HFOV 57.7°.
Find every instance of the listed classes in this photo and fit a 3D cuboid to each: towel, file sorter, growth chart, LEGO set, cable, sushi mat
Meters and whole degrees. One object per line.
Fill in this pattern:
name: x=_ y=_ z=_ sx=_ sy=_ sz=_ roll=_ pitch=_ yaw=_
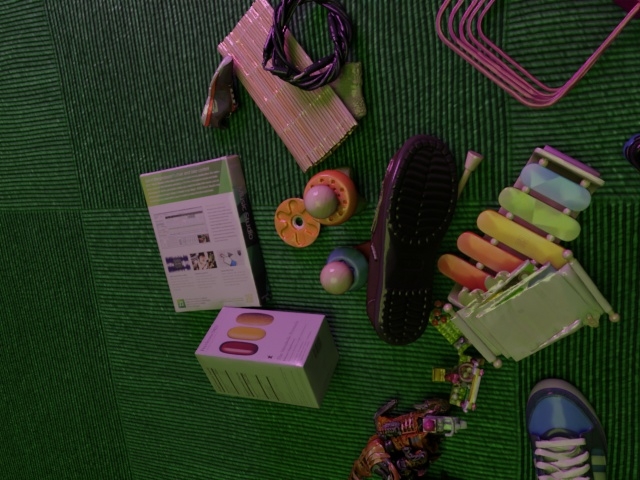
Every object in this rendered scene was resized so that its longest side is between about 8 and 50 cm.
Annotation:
towel: x=0.014 y=-0.273 z=1.079 sx=0.148 sy=0.027 sz=0.110 roll=-1 pitch=103 yaw=29
file sorter: x=0.304 y=-0.309 z=0.796 sx=0.202 sy=0.290 sz=0.182 roll=42 pitch=120 yaw=8
growth chart: x=0.340 y=0.114 z=0.956 sx=0.237 sy=0.021 sz=0.172 roll=-30 pitch=102 yaw=21
LEGO set: x=0.230 y=0.205 z=1.043 sx=0.132 sy=0.107 sz=0.287 roll=-9 pitch=83 yaw=8
cable: x=-0.017 y=-0.363 z=1.027 sx=0.150 sy=0.047 sz=0.185 roll=21 pitch=88 yaw=10
sushi mat: x=-0.068 y=-0.291 z=1.093 sx=0.151 sy=0.019 sz=0.316 roll=-40 pitch=80 yaw=32

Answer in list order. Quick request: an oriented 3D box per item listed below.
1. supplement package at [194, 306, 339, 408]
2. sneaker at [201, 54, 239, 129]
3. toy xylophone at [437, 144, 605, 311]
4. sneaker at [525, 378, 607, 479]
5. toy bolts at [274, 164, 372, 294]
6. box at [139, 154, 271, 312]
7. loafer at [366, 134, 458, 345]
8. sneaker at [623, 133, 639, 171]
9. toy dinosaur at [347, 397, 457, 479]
supplement package: x=-0.106 y=0.236 z=1.192 sx=0.244 sy=0.139 sz=0.134 roll=1 pitch=130 yaw=23
sneaker: x=-0.187 y=-0.290 z=1.153 sx=0.064 sy=0.061 sz=0.158 roll=21 pitch=129 yaw=-7
toy xylophone: x=0.315 y=-0.013 z=0.988 sx=0.236 sy=0.081 sz=0.323 roll=23 pitch=113 yaw=17
sneaker: x=0.420 y=0.427 z=0.975 sx=0.130 sy=0.236 sz=0.323 roll=-10 pitch=100 yaw=26
toy bolts: x=0.000 y=0.000 z=1.088 sx=0.218 sy=0.158 sz=0.229 roll=-24 pitch=94 yaw=28
box: x=-0.248 y=-0.008 z=1.258 sx=0.232 sy=0.058 sz=0.322 roll=-7 pitch=103 yaw=25
loafer: x=0.136 y=-0.007 z=1.027 sx=0.133 sy=0.130 sz=0.366 roll=13 pitch=91 yaw=-22
sneaker: x=0.540 y=-0.091 z=0.867 sx=0.188 sy=0.078 sz=0.067 roll=37 pitch=116 yaw=9
toy dinosaur: x=0.165 y=0.449 z=1.175 sx=0.218 sy=0.164 sz=0.322 roll=53 pitch=137 yaw=19
